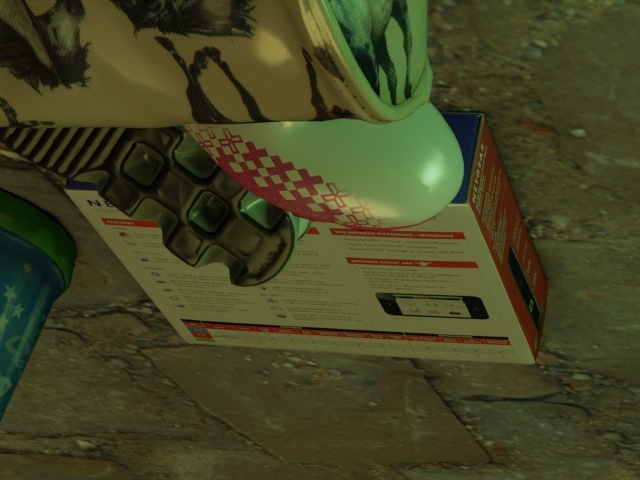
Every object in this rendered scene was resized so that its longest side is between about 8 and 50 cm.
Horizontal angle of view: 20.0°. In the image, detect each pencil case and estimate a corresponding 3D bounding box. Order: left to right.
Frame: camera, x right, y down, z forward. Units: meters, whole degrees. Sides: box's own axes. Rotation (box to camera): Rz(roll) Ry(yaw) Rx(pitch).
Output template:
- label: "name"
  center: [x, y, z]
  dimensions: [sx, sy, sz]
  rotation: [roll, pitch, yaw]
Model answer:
- label: "pencil case"
  center: [-0.144, -0.150, 0.952]
  dimensions: [0.410, 0.160, 0.183]
  rotation: [2, 123, 25]

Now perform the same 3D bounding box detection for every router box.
- label: "router box"
  center: [0.000, 0.000, 1.517]
  dimensions: [0.336, 0.082, 0.301]
  rotation: [3, 154, 18]

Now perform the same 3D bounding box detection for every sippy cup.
- label: "sippy cup"
  center: [-0.365, 0.084, 1.685]
  dimensions: [0.240, 0.224, 0.305]
  rotation: [-8, 148, 35]

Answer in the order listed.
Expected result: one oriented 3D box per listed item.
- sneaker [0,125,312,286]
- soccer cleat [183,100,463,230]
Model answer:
- label: "sneaker"
  center: [-0.140, -0.109, 1.312]
  dimensions: [0.330, 0.146, 0.122]
  rotation: [40, 123, -7]
- label: "soccer cleat"
  center: [-0.057, -0.124, 1.120]
  dimensions: [0.331, 0.116, 0.143]
  rotation: [34, 158, 18]
